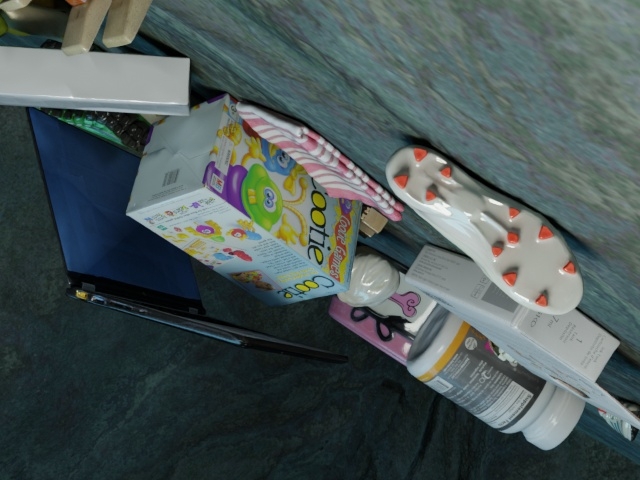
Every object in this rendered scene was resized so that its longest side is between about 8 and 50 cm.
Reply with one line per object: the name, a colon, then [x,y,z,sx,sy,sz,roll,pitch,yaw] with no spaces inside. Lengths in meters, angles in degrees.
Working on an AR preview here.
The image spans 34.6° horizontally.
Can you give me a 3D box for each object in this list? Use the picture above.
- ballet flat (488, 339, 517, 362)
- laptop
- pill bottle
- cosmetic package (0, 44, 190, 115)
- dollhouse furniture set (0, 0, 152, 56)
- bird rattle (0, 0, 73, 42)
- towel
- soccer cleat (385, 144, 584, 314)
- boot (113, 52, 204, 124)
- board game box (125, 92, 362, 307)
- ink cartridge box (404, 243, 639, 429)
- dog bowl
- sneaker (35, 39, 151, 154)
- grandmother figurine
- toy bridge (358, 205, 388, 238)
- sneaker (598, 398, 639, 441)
ballet flat: [0.295,0.153,1.539,0.073,0.067,0.206,34,176,5]
laptop: [-0.177,0.004,1.459,0.408,0.236,0.382,13,176,22]
pill bottle: [0.297,0.225,1.734,0.278,0.162,0.162,33,176,-6]
cosmetic package: [-0.272,-0.188,1.206,0.239,0.060,0.099,3,-179,-6]
dollhouse furniture set: [-0.245,-0.258,0.706,0.262,0.135,0.259,35,164,-31]
bird rattle: [-0.407,-0.299,1.280,0.207,0.143,0.253,16,-170,-35]
towel: [-0.002,-0.092,1.211,0.197,0.029,0.144,36,174,-37]
soccer cleat: [0.138,-0.012,0.861,0.196,0.068,0.076,40,-178,8]
boot: [-0.193,-0.176,1.401,0.213,0.077,0.165,30,172,35]
board game box: [-0.090,-0.043,1.334,0.144,0.142,0.275,-14,143,37]
ink cartridge box: [0.273,0.118,1.306,0.261,0.066,0.296,35,176,-22]
dog bowl: [0.193,0.173,2.014,0.408,0.150,0.408,34,176,2]
sneaker: [-0.328,-0.208,1.630,0.343,0.134,0.146,31,176,18]
grandmother figurine: [0.000,0.000,1.584,0.208,0.104,0.342,7,-161,-38]
toy bridge: [0.055,-0.032,1.497,0.063,0.026,0.188,36,176,-2]
sneaker: [0.497,0.293,1.711,0.075,0.057,0.161,26,176,21]
